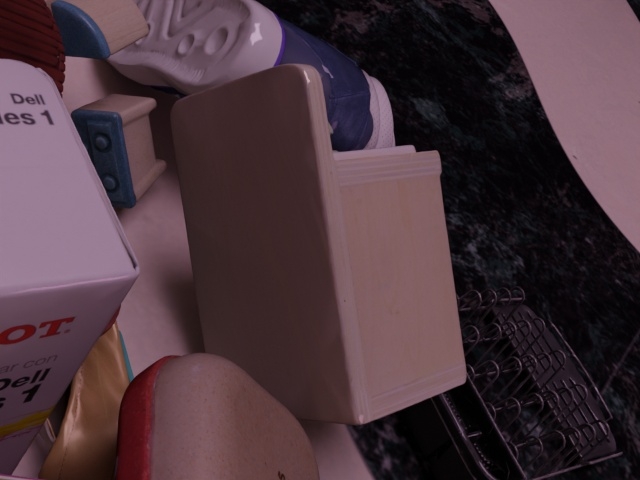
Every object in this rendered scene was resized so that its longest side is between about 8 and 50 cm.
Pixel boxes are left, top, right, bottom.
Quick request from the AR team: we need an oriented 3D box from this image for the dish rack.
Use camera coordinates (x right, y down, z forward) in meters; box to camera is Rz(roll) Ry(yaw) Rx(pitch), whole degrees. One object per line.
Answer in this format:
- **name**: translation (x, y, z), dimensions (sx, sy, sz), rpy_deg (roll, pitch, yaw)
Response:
- **dish rack**: translation (0.173, 0.126, 0.815), dimensions (0.271, 0.074, 0.208), rpy_deg (0, 53, -41)

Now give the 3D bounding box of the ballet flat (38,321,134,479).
- **ballet flat**: translation (-0.168, 0.057, 0.599), dimensions (0.073, 0.080, 0.232), rpy_deg (-2, 51, -24)

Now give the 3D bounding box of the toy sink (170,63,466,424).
- **toy sink**: translation (0.000, 0.000, 0.647), dimensions (0.131, 0.153, 0.234), rpy_deg (-11, 92, -44)

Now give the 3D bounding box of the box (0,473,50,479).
- **box**: translation (-0.144, 0.241, 0.316), dimensions (0.117, 0.213, 0.243), rpy_deg (17, 43, -27)

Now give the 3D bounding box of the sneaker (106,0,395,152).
- **sneaker**: translation (-0.063, -0.155, 0.849), dimensions (0.236, 0.130, 0.323), rpy_deg (29, 6, -41)

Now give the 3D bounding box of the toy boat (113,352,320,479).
- **toy boat**: translation (-0.084, 0.185, 0.484), dimensions (0.151, 0.151, 0.231), rpy_deg (50, 23, -41)

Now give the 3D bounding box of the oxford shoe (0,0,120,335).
- **oxford shoe**: translation (-0.239, -0.074, 0.569), dimensions (0.123, 0.130, 0.348), rpy_deg (15, 50, -54)

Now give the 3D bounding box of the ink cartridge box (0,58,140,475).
- **ink cartridge box**: translation (-0.230, 0.059, 0.374), dimensions (0.201, 0.278, 0.117), rpy_deg (-7, 56, -43)

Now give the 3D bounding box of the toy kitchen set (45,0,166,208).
- **toy kitchen set**: translation (-0.250, -0.112, 0.711), dimensions (0.207, 0.166, 0.122), rpy_deg (8, 32, 20)
